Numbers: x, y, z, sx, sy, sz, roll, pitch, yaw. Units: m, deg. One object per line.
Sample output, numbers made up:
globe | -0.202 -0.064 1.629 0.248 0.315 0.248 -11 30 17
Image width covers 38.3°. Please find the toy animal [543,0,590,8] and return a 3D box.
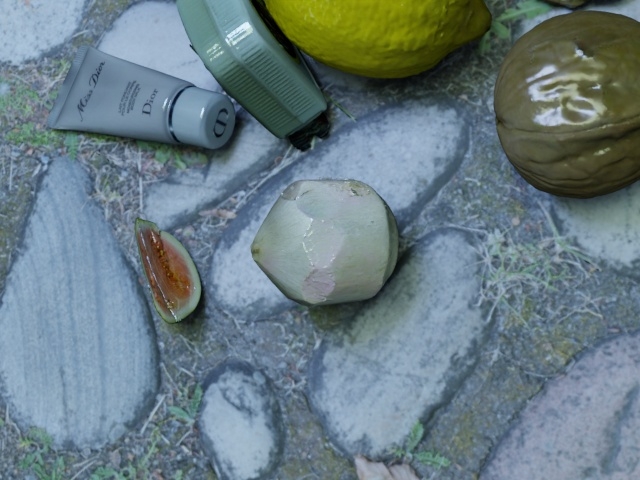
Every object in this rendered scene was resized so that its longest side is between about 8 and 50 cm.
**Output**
toy animal | 0.399 -0.396 1.202 0.275 0.054 0.149 -21 70 15

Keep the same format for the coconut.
coconut | 0.000 0.000 1.165 0.183 0.171 0.171 -1 73 -27

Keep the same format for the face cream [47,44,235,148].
face cream | -0.268 -0.203 1.362 0.314 0.089 0.143 16 83 31

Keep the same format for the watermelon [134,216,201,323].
watermelon | -0.207 0.045 1.290 0.069 0.087 0.163 -18 73 -19

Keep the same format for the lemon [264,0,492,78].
lemon | 0.071 -0.335 1.191 0.320 0.245 0.245 22 85 12

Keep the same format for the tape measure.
tape measure | -0.098 -0.255 1.256 0.115 0.235 0.207 -35 57 11

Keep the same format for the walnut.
walnut | 0.319 -0.162 1.101 0.228 0.228 0.228 -4 77 17
